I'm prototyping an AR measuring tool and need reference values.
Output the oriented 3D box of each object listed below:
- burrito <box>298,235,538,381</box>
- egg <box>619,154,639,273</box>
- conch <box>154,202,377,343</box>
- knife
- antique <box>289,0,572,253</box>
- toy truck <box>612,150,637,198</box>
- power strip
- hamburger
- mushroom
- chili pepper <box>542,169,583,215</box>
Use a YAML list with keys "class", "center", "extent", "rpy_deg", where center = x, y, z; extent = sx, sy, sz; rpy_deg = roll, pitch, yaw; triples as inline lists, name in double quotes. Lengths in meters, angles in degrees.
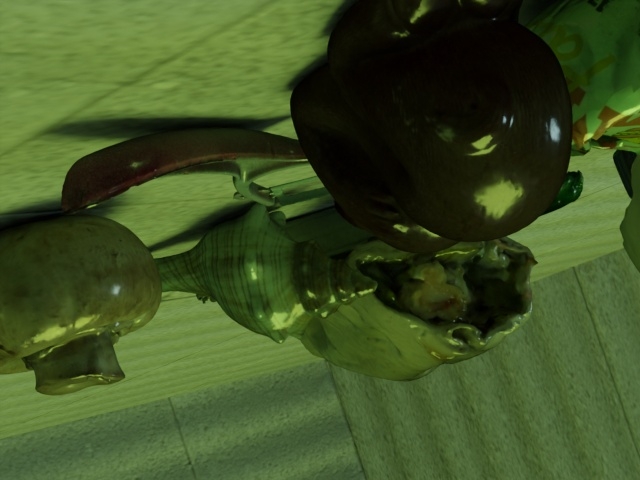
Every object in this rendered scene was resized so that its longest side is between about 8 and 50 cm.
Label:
- class: "burrito"
  center: [0.083, 0.077, 1.454]
  extent: [0.190, 0.135, 0.332]
  rpy_deg: [-17, 171, -17]
- class: "egg"
  center: [0.413, -0.018, 1.126]
  extent: [0.278, 0.336, 0.278]
  rpy_deg: [-56, 165, -23]
- class: "conch"
  center: [-0.056, 0.019, 1.275]
  extent: [0.234, 0.114, 0.137]
  rpy_deg: [21, -171, 39]
- class: "knife"
  center: [-0.077, -0.044, 0.919]
  extent: [0.123, 0.053, 0.278]
  rpy_deg: [-18, 173, 32]
- class: "antique"
  center: [0.069, -0.061, 0.825]
  extent: [0.121, 0.143, 0.257]
  rpy_deg: [-18, 175, -15]
- class: "toy truck"
  center: [0.437, -0.107, 1.593]
  extent: [0.201, 0.074, 0.088]
  rpy_deg: [-18, 168, -6]
- class: "power strip"
  center: [0.000, 0.000, 1.417]
  extent: [0.272, 0.052, 0.078]
  rpy_deg: [-18, 172, -9]
- class: "hamburger"
  center: [0.241, -0.118, 0.898]
  extent: [0.214, 0.125, 0.235]
  rpy_deg: [-17, 171, 40]
- class: "mushroom"
  center: [-0.198, 0.050, 1.035]
  extent: [0.166, 0.127, 0.166]
  rpy_deg: [-17, 165, -5]
- class: "chili pepper"
  center: [0.190, -0.043, 1.527]
  extent: [0.216, 0.062, 0.108]
  rpy_deg: [-18, 172, -20]
